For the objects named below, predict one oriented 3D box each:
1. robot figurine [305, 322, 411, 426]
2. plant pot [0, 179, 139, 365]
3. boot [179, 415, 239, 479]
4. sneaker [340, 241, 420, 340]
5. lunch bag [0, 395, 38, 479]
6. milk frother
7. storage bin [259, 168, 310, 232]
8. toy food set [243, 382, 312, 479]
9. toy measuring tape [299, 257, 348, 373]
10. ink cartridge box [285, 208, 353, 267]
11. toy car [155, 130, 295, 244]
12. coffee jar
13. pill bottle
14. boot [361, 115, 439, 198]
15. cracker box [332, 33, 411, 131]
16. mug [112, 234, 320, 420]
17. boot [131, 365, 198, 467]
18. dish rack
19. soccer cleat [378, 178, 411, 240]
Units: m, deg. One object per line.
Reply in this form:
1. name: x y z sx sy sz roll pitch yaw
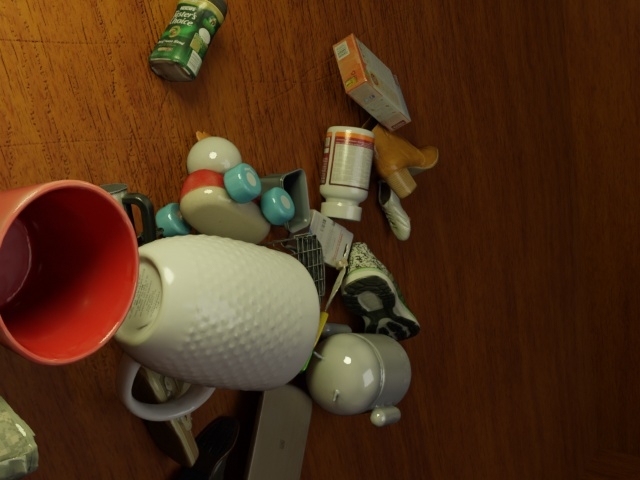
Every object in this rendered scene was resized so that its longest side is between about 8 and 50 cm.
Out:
1. robot figurine: 0.095 0.330 2.155 0.200 0.300 0.353 -45 155 19
2. plant pot: -0.461 0.038 1.337 0.275 0.243 0.275 -12 105 -53
3. boot: -0.241 0.487 1.868 0.106 0.082 0.219 96 20 -44
4. sneaker: 0.161 0.140 2.288 0.410 0.158 0.182 62 19 -53
5. lunch bag: -0.565 0.294 1.199 0.235 0.287 0.169 -15 107 -51
6. milk frother: -0.362 -0.040 1.601 0.143 0.129 0.135 -113 -164 -73
7. storage bin: -0.091 -0.090 1.947 0.098 0.091 0.135 -28 116 -48
8. toy food set: -0.127 0.464 1.991 0.219 0.092 0.306 37 58 -54
9. toy measuring tape: -0.042 0.169 2.034 0.121 0.121 0.330 49 57 -45
10. ink cartridge box: 0.000 0.000 2.108 0.180 0.060 0.104 30 72 -51
11. toy car: -0.197 -0.120 1.752 0.210 0.219 0.238 33 39 -46
12. coffee jar: -0.254 -0.401 1.677 0.079 0.096 0.184 48 57 -49
13. pill bottle: 0.062 -0.162 2.119 0.121 0.121 0.221 9 88 -54
14. boot: 0.209 -0.259 2.315 0.211 0.104 0.295 56 35 -14
15. cracker box: 0.130 -0.391 2.168 0.232 0.067 0.156 30 39 -50
16. mug: -0.231 0.168 1.576 0.328 0.276 0.374 16 107 -48
17. boot: -0.268 0.310 1.766 0.203 0.095 0.262 -43 122 -42
18. dish rack: -0.109 0.088 1.911 0.271 0.074 0.208 -12 106 -37
19. soccer cleat: 0.195 -0.087 2.361 0.076 0.068 0.196 -29 110 -46
